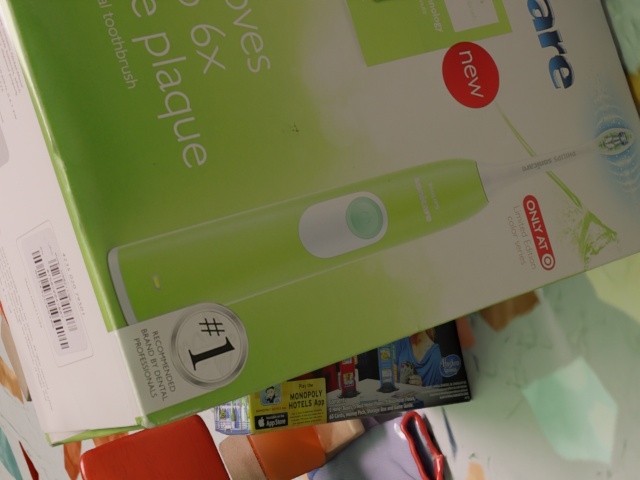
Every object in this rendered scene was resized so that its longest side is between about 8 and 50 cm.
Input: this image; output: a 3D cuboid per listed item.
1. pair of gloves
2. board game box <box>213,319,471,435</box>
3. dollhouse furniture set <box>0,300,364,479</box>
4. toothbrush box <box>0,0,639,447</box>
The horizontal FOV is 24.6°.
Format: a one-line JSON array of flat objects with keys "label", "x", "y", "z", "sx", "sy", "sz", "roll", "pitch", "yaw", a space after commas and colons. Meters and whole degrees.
[{"label": "pair of gloves", "x": 0.010, "y": 0.093, "z": 0.953, "sx": 0.159, "sy": 0.023, "sz": 0.198, "roll": -31, "pitch": 78, "yaw": 57}, {"label": "board game box", "x": 0.000, "y": 0.000, "z": 0.795, "sx": 0.060, "sy": 0.194, "sz": 0.194, "roll": -7, "pitch": 85, "yaw": 38}, {"label": "dollhouse furniture set", "x": -0.099, "y": 0.133, "z": 0.862, "sx": 0.259, "sy": 0.262, "sz": 0.135, "roll": 64, "pitch": 152, "yaw": 14}, {"label": "toothbrush box", "x": -0.007, "y": -0.052, "z": 0.654, "sx": 0.122, "sy": 0.283, "sz": 0.206, "roll": -21, "pitch": 86, "yaw": 58}]
